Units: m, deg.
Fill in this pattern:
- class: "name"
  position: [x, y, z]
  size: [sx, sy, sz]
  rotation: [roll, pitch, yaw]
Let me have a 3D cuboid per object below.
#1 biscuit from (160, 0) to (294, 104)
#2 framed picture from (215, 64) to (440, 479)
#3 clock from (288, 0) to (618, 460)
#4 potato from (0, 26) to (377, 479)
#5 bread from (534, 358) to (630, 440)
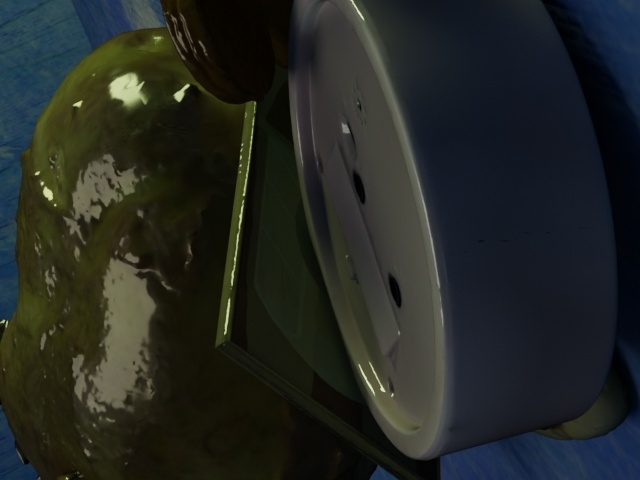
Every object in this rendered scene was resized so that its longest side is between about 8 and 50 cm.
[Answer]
- class: "biscuit"
  position: [-0.044, -0.139, 0.673]
  size: [0.138, 0.031, 0.205]
  rotation: [52, -153, -39]
- class: "framed picture"
  position: [0.010, 0.008, 0.701]
  size: [0.136, 0.010, 0.201]
  rotation: [39, -146, -30]
- class: "clock"
  position: [0.045, -0.016, 0.589]
  size: [0.197, 0.068, 0.196]
  rotation: [168, 90, -79]
- class: "potato"
  position: [-0.051, 0.023, 0.840]
  size: [0.289, 0.301, 0.237]
  rotation: [36, 154, 4]
- class: "bread"
  position: [0.088, 0.061, 0.730]
  size: [0.073, 0.053, 0.214]
  rotation: [63, 169, -9]
